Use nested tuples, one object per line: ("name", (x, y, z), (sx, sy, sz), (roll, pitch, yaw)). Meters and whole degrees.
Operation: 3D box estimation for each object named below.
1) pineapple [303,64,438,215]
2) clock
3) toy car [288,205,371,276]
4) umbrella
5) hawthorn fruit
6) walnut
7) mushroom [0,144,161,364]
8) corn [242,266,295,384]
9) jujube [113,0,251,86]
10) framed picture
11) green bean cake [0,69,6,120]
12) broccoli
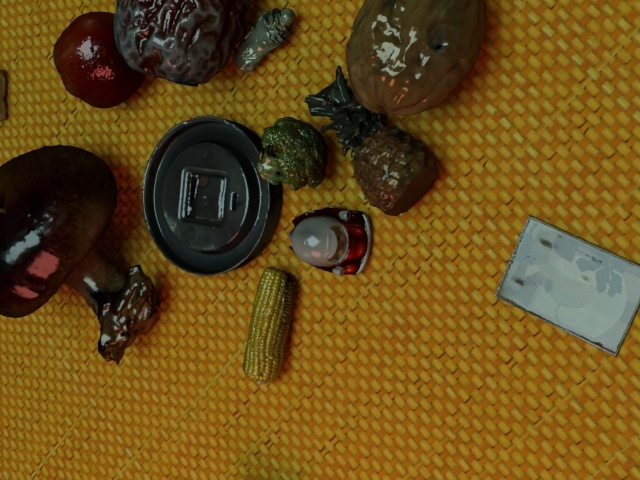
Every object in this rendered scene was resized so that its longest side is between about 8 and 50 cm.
("pineapple", (0.073, -0.157, 1.589), (0.128, 0.128, 0.248), (-48, 65, 23))
("clock", (-0.190, -0.078, 1.780), (0.280, 0.055, 0.281), (1, 93, 30))
("toy car", (0.000, 0.000, 1.640), (0.139, 0.112, 0.112), (9, 97, 29))
("umbrella", (-0.094, -0.341, 1.709), (0.143, 0.062, 0.067), (-36, 43, 33))
("hawthorn fruit", (-0.382, -0.332, 1.824), (0.188, 0.169, 0.169), (-24, 80, 25))
("walnut", (0.142, -0.297, 1.501), (0.198, 0.198, 0.245), (29, 90, 26))
("mushroom", (-0.466, -0.004, 1.872), (0.331, 0.356, 0.334), (-68, 26, 18))
("corn", (-0.087, 0.146, 1.724), (0.072, 0.072, 0.203), (13, 98, 29))
("jujube", (-0.226, -0.415, 1.691), (0.226, 0.226, 0.317), (10, 92, 29))
("framed picture", (0.368, 0.065, 1.488), (0.201, 0.010, 0.136), (28, 105, 27))
("green bean cake", (-0.727, -0.295, 2.063), (0.179, 0.085, 0.109), (1, 95, 31))
("broccoli", (-0.046, -0.138, 1.641), (0.120, 0.130, 0.131), (-27, 38, 28))
